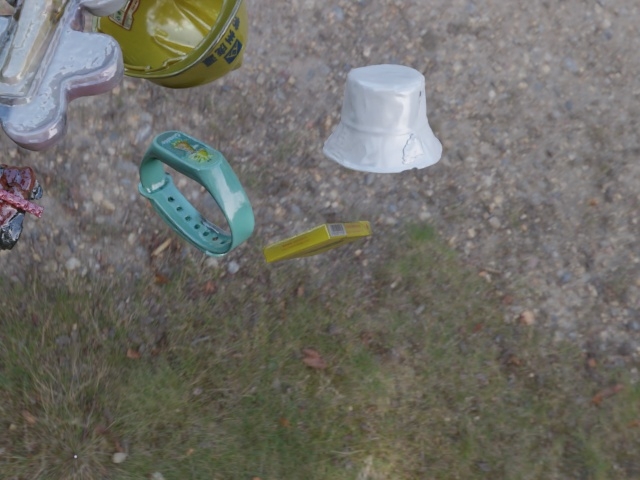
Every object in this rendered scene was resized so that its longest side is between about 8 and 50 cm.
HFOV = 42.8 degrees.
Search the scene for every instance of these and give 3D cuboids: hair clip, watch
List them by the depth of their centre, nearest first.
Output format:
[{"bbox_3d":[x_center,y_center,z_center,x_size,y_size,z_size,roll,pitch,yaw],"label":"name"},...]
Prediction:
[{"bbox_3d":[-0.200,-0.181,0.610,0.146,0.075,0.257,8,70,5],"label":"hair clip"},{"bbox_3d":[-0.208,-0.079,1.336,0.237,0.195,0.068,28,51,28],"label":"watch"}]

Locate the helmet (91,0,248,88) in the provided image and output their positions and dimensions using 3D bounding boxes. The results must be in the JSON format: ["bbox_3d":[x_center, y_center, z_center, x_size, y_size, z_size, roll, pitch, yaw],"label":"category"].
[{"bbox_3d":[-0.164,-0.272,1.048,0.257,0.140,0.205,32,89,35],"label":"helmet"}]

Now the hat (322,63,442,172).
[{"bbox_3d":[0.095,-0.194,1.238,0.203,0.203,0.126,-12,118,-19],"label":"hat"}]

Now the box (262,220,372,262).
[{"bbox_3d":[0.000,0.000,1.000,0.086,0.155,0.023,-24,84,21],"label":"box"}]

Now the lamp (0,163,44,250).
[{"bbox_3d":[-0.398,-0.073,0.776,0.253,0.118,0.118,30,67,-33],"label":"lamp"}]
